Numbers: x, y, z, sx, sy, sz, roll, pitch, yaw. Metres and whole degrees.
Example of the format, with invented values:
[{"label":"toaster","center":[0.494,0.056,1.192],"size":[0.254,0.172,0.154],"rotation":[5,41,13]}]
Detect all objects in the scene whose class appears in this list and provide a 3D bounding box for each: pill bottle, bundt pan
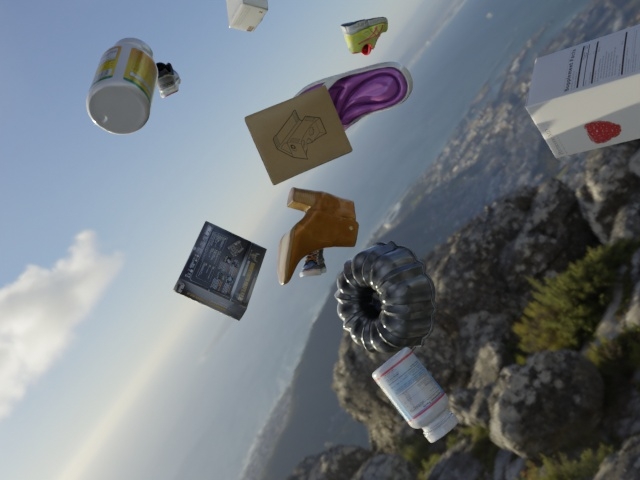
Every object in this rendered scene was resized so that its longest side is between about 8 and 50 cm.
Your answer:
[{"label":"pill bottle","center":[-0.382,-0.311,1.355],"size":[0.117,0.118,0.208],"rotation":[-50,29,33]},{"label":"pill bottle","center":[0.174,0.279,1.248],"size":[0.087,0.160,0.087],"rotation":[-37,-10,-7]},{"label":"bundt pan","center":[0.163,0.169,1.943],"size":[0.124,0.331,0.331],"rotation":[-8,-30,-41]}]

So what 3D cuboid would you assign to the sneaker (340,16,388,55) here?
[{"label":"sneaker","center":[0.122,-0.550,1.870],"size":[0.081,0.094,0.208],"rotation":[-1,20,36]}]

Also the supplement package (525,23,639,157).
[{"label":"supplement package","center":[0.633,-0.328,1.518],"size":[0.293,0.177,0.175],"rotation":[-12,45,41]}]

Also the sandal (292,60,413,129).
[{"label":"sandal","center":[0.048,-0.369,1.878],"size":[0.416,0.169,0.102],"rotation":[-23,17,30]}]

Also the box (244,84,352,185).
[{"label":"box","center":[-0.048,-0.236,1.550],"size":[0.201,0.164,0.021],"rotation":[-24,4,-11]}]

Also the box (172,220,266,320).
[{"label":"box","center":[-0.251,0.073,1.761],"size":[0.056,0.183,0.231],"rotation":[-55,14,40]}]

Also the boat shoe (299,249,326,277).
[{"label":"boat shoe","center":[-0.027,0.065,2.100],"size":[0.183,0.065,0.083],"rotation":[-13,-85,-79]}]

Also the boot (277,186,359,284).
[{"label":"boot","center":[0.000,0.000,1.923],"size":[0.104,0.211,0.295],"rotation":[149,133,-63]}]

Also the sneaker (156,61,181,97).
[{"label":"sneaker","center":[-0.399,-0.426,1.773],"size":[0.063,0.075,0.170],"rotation":[-18,30,-2]}]

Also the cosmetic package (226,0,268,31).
[{"label":"cosmetic package","center":[-0.220,-0.738,2.003],"size":[0.117,0.085,0.231],"rotation":[-37,54,54]}]
